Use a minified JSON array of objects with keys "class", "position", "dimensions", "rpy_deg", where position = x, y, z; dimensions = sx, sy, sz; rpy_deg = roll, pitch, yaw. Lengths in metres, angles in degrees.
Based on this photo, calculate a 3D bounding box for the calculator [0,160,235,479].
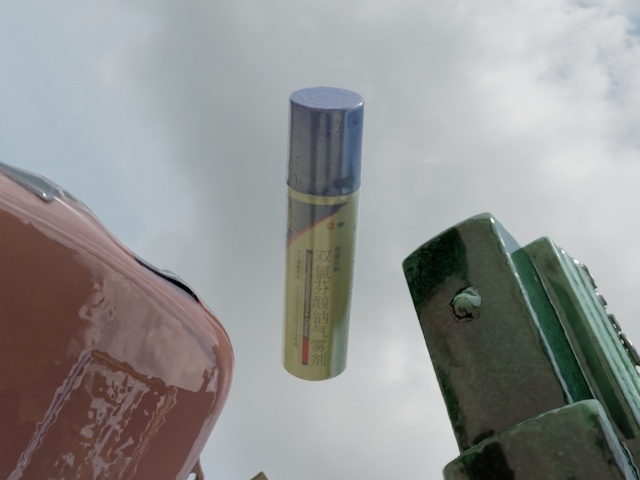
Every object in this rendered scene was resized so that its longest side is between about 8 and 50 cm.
[{"class":"calculator","position":[-0.180,0.072,0.404],"dimensions":[0.048,0.329,0.220],"rpy_deg":[12,-110,52]}]

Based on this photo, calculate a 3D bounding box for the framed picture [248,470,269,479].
[{"class":"framed picture","position":[-0.112,0.387,0.731],"dimensions":[0.211,0.289,0.020],"rpy_deg":[54,-12,10]}]

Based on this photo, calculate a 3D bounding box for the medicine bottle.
[{"class":"medicine bottle","position":[0.000,0.000,0.620],"dimensions":[0.059,0.059,0.231],"rpy_deg":[22,-57,34]}]

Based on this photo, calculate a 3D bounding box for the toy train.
[{"class":"toy train","position":[0.158,0.117,0.566],"dimensions":[0.138,0.178,0.330],"rpy_deg":[-32,-134,20]}]
